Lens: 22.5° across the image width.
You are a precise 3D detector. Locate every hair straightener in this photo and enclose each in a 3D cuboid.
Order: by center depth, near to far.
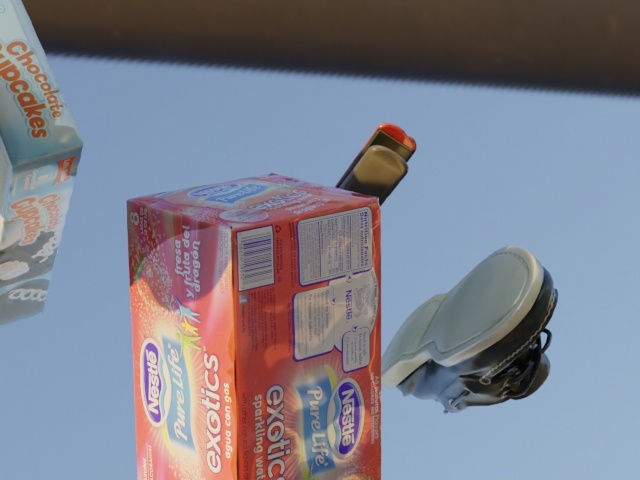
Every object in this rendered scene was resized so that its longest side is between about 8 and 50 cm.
[{"bbox_3d":[0.000,0.000,1.400,0.047,0.089,0.230,37,-59,-9],"label":"hair straightener"}]

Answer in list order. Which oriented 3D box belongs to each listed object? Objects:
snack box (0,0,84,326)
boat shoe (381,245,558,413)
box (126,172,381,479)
[{"bbox_3d":[-0.262,-0.073,1.266,0.060,0.187,0.322,-19,-17,-22],"label":"snack box"},{"bbox_3d":[0.158,0.103,1.504,0.113,0.127,0.340,33,-27,-7],"label":"boat shoe"},{"bbox_3d":[-0.050,0.109,1.275,0.154,0.142,0.300,-13,-71,-38],"label":"box"}]
